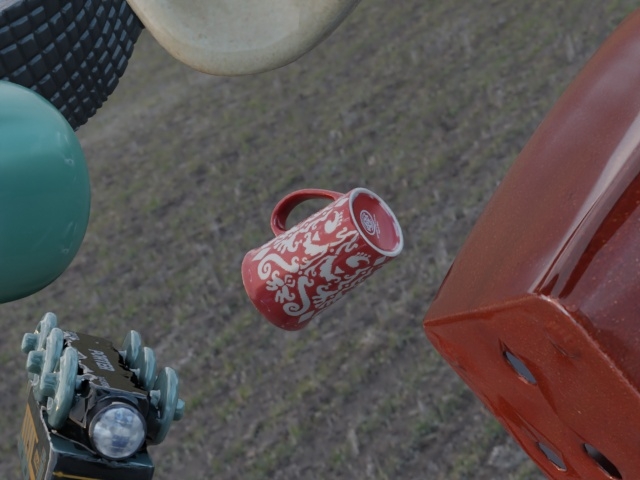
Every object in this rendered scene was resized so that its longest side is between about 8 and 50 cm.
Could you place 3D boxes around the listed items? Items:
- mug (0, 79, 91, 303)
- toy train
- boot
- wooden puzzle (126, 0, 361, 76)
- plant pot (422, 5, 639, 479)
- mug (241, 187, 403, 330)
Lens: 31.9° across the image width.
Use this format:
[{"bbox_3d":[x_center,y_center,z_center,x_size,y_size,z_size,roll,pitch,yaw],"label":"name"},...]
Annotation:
[{"bbox_3d":[-0.205,-0.030,0.640,0.157,0.130,0.097,14,14,32],"label":"mug"},{"bbox_3d":[-0.241,0.190,1.133,0.142,0.190,0.334,15,2,-21],"label":"toy train"},{"bbox_3d":[-0.257,-0.192,0.946,0.222,0.118,0.338,13,46,35],"label":"boot"},{"bbox_3d":[-0.035,-0.252,0.224,0.080,0.322,0.348,-25,-15,-47],"label":"wooden puzzle"},{"bbox_3d":[0.208,0.026,0.520,0.235,0.267,0.267,-41,2,-14],"label":"plant pot"},{"bbox_3d":[-0.004,0.004,1.310,0.169,0.150,0.113,-34,-8,33],"label":"mug"}]
